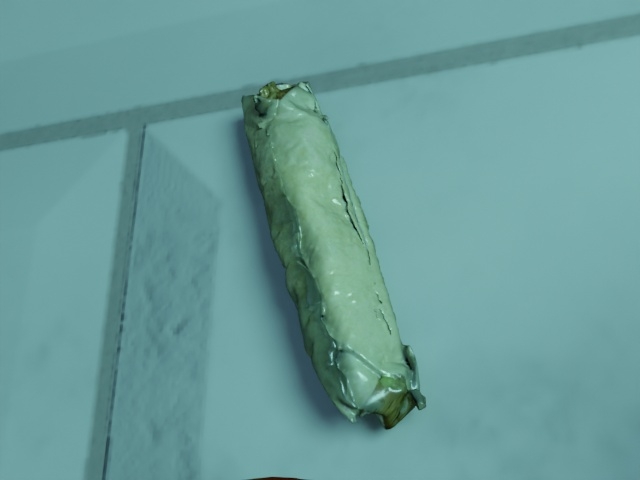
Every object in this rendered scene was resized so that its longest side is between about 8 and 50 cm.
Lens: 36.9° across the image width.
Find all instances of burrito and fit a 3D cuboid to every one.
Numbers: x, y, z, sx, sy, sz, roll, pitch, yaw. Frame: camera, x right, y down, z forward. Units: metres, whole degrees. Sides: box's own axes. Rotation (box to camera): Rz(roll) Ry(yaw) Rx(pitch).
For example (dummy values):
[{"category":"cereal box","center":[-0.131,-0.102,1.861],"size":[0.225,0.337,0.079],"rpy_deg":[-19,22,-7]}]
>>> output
[{"category":"burrito","center":[0.000,0.000,0.438],"size":[0.045,0.041,0.185],"rpy_deg":[-2,58,-24]}]

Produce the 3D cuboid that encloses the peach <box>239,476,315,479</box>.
[{"category":"peach","center":[-0.017,0.196,0.270],"size":[0.243,0.199,0.243],"rpy_deg":[7,69,-19]}]
